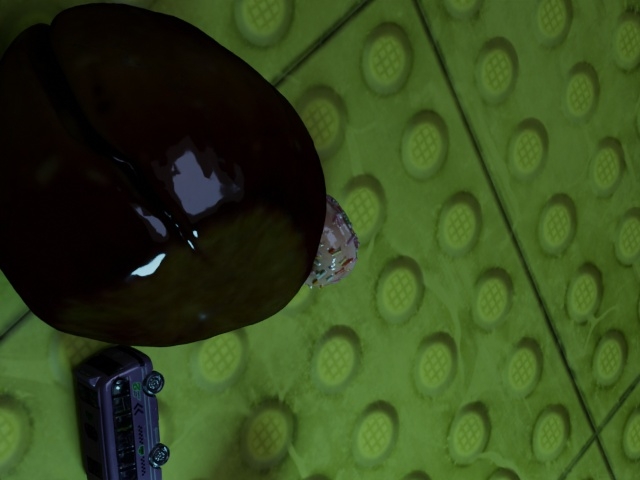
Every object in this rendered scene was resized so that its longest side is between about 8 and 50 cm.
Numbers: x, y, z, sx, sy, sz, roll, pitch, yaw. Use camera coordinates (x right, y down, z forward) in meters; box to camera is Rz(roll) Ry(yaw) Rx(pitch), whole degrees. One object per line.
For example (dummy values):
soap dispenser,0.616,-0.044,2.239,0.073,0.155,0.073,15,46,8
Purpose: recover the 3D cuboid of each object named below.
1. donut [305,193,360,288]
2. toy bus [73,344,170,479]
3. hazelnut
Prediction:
donut,0.000,0.000,2.018,0.065,0.117,0.166,-43,125,-34
toy bus,-0.256,0.229,1.840,0.098,0.087,0.178,-14,110,-35
hazelnut,-0.202,-0.061,1.653,0.429,0.402,0.402,13,89,-58
